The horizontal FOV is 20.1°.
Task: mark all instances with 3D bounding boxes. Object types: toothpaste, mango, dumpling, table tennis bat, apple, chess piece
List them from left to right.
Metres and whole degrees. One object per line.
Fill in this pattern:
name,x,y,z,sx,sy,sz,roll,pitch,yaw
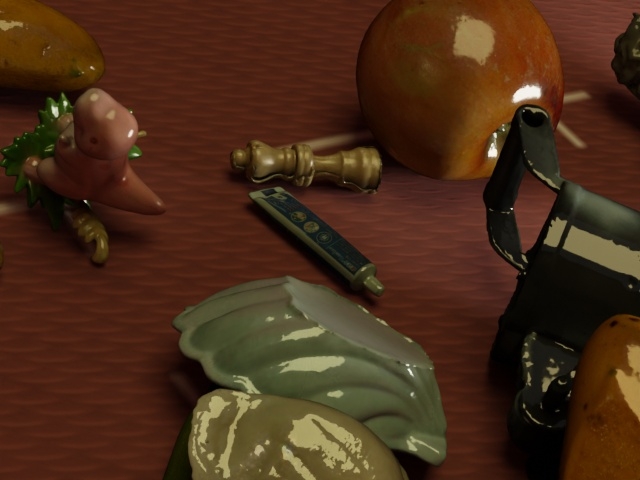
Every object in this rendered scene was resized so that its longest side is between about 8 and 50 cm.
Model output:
mango,-0.353,-0.223,2.031,0.227,0.109,0.147,19,14,1
chess piece,-0.019,-0.085,2.046,0.172,0.060,0.060,3,40,-16
dumpling,-0.014,0.235,1.587,0.252,0.131,0.179,35,52,-23
toothpaste,0.000,0.000,1.965,0.057,0.035,0.197,-13,45,-47
apple,0.169,-0.181,2.108,0.253,0.253,0.253,12,38,-9
table tennis bat,0.227,0.223,1.809,0.050,0.007,0.083,6,41,-16
mango,0.295,0.212,1.663,0.160,0.290,0.191,-2,-1,27

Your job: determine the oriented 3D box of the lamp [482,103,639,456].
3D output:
lamp,0.317,0.064,1.878,0.272,0.205,0.374,9,53,-7

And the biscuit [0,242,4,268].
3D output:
biscuit,-0.424,0.002,1.785,0.219,0.033,0.220,10,38,-8

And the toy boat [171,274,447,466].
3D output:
toy boat,0.003,0.115,1.737,0.290,0.100,0.199,29,18,-8

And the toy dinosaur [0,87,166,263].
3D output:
toy dinosaur,-0.219,-0.094,1.850,0.177,0.194,0.152,12,47,44

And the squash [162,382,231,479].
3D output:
squash,-0.112,0.222,1.615,0.069,0.069,0.258,20,36,1

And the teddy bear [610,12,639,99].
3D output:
teddy bear,0.572,-0.213,2.208,0.224,0.367,0.357,26,33,-32
